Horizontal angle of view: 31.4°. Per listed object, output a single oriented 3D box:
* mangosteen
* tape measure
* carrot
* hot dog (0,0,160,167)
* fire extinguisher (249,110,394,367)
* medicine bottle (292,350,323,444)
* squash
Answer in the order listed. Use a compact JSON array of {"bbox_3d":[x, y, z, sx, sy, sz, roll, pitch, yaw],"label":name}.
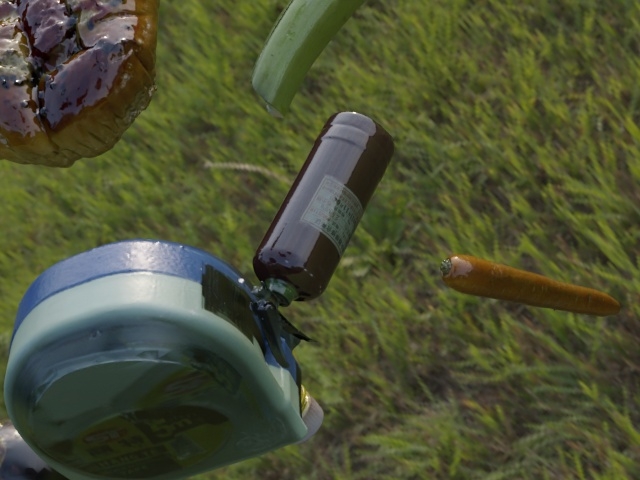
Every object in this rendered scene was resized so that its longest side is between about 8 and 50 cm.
[{"bbox_3d":[-0.381,0.301,1.453,0.192,0.192,0.217,-41,28,13],"label":"mangosteen"},{"bbox_3d":[-0.168,0.127,1.109,0.259,0.262,0.138,-20,47,10],"label":"tape measure"},{"bbox_3d":[0.240,0.055,1.278,0.043,0.247,0.043,-39,45,54],"label":"carrot"},{"bbox_3d":[-0.424,-0.298,1.827,0.367,0.196,0.365,-14,64,21],"label":"hot dog"},{"bbox_3d":[0.000,0.000,1.012,0.071,0.099,0.231,-3,51,43],"label":"fire extinguisher"},{"bbox_3d":[-0.082,0.184,1.518,0.122,0.212,0.122,-30,30,19],"label":"medicine bottle"},{"bbox_3d":[-0.012,-0.279,1.475,0.250,0.083,0.083,-56,35,-4],"label":"squash"}]
